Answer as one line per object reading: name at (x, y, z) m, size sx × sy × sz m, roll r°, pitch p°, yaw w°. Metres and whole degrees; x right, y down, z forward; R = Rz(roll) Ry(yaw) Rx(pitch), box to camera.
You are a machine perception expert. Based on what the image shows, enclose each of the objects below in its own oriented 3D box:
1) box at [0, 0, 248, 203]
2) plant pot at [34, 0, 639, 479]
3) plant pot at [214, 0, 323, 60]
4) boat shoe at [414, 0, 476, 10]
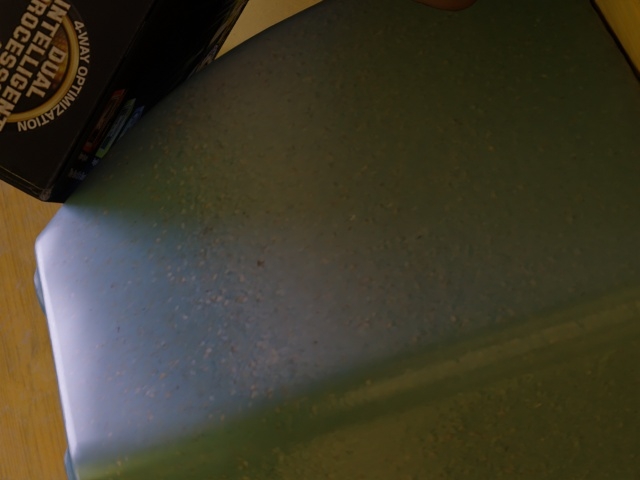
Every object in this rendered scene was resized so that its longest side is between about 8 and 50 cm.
box at (-0.076, -0.172, 0.888) m, size 0.097 × 0.318 × 0.395 m, roll 28°, pitch 179°, yaw -1°
plant pot at (0.022, 0.054, 0.733) m, size 0.248 × 0.252 × 0.247 m, roll -110°, pitch 3°, yaw -46°
plant pot at (-0.050, -0.220, 1.382) m, size 0.212 × 0.187 × 0.212 m, roll 104°, pitch 148°, yaw -86°
boat shoe at (0.049, -0.175, 0.687) m, size 0.257 × 0.095 × 0.095 m, roll -96°, pitch 26°, yaw -62°
